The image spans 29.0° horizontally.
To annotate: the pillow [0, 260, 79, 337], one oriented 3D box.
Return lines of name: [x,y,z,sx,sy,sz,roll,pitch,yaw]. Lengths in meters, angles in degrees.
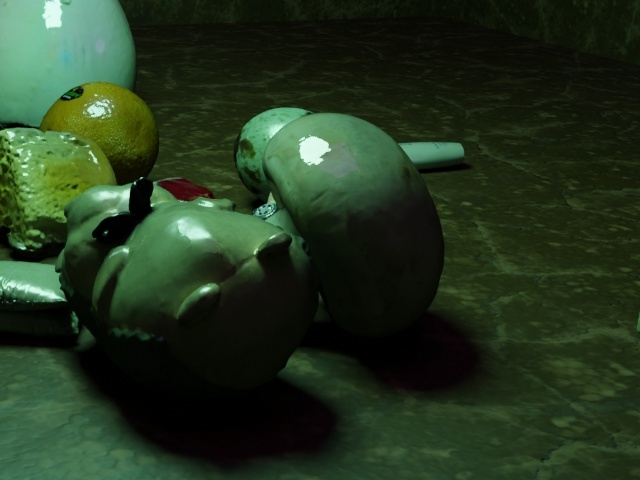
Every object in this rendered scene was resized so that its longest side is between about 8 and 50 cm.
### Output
pillow: [-0.379,0.067,1.537,0.181,0.078,0.134,5,19,-1]

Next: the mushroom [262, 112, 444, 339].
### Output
mushroom: [0.000,0.000,1.541,0.290,0.298,0.297,-27,23,-4]

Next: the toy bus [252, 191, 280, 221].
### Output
toy bus: [-0.027,-0.050,1.815,0.106,0.092,0.268,-14,30,17]

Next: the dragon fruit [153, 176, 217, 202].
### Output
dragon fruit: [-0.181,0.004,1.684,0.163,0.189,0.261,-22,8,32]

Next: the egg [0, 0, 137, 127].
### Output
egg: [-0.561,-0.426,2.595,0.354,0.340,0.354,4,17,-1]

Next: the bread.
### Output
bread: [-0.410,-0.087,1.879,0.204,0.163,0.262,0,29,-46]

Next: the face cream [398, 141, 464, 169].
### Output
face cream: [0.185,-0.161,2.364,0.182,0.051,0.072,-5,24,-21]

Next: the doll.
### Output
doll: [-0.168,0.043,1.399,0.247,0.247,0.349,-10,14,-35]

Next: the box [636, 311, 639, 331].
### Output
box: [0.471,0.107,1.622,0.083,0.035,0.079,-12,23,-41]

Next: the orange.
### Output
orange: [-0.372,-0.166,2.068,0.206,0.206,0.206,3,18,-1]

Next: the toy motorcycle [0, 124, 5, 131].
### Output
toy motorcycle: [-0.645,-0.177,2.196,0.173,0.108,0.307,3,20,-17]

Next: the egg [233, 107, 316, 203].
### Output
egg: [-0.031,-0.130,2.054,0.231,0.169,0.169,19,19,2]
